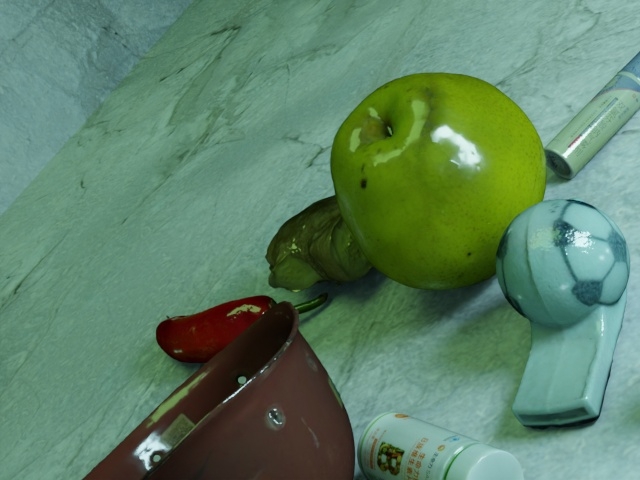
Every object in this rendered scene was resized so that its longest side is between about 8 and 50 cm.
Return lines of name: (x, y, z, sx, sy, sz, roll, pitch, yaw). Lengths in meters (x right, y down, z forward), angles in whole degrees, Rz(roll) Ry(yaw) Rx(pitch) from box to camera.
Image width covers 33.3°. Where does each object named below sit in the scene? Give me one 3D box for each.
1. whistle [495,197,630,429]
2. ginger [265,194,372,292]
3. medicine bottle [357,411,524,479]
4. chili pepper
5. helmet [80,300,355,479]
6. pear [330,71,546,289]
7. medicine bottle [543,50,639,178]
whistle: (0.265, 0.052, 1.200, 0.163, 0.163, 0.290, -15, 34, 37)
ginger: (0.000, 0.000, 1.643, 0.270, 0.123, 0.219, -8, 31, 49)
medicine bottle: (0.124, 0.243, 1.146, 0.086, 0.086, 0.183, -48, 28, -20)
chili pepper: (-0.163, 0.132, 1.677, 0.368, 0.092, 0.137, -9, 27, 40)
helmet: (-0.084, 0.261, 1.186, 0.337, 0.230, 0.385, -42, 8, -13)
pear: (0.159, -0.073, 1.400, 0.294, 0.294, 0.294, -29, 28, 17)
medicine bottle: (0.407, -0.184, 1.506, 0.231, 0.059, 0.059, -45, 27, -13)
